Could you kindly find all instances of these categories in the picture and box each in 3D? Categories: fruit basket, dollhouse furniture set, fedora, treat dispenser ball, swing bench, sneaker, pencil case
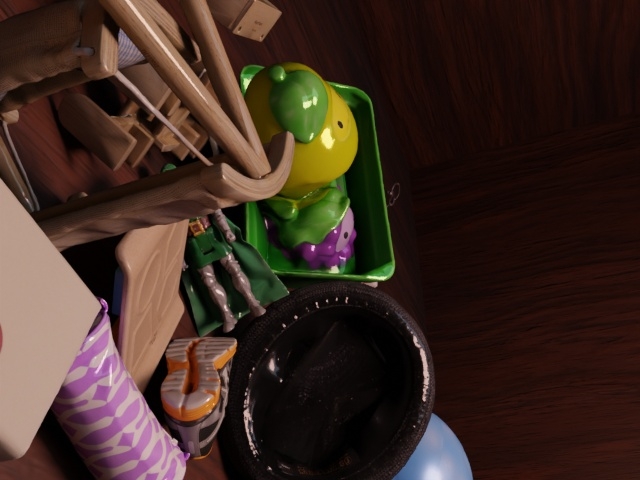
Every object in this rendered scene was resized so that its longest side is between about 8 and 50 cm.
[{"bbox_3d":[-0.015,-0.123,0.962,0.392,0.282,0.392,-174,-90,-66],"label":"fruit basket"},{"bbox_3d":[-0.190,-0.225,0.738,0.161,0.242,0.212,41,17,2],"label":"dollhouse furniture set"},{"bbox_3d":[0.001,0.225,0.947,0.152,0.333,0.334,141,-61,-72],"label":"fedora"},{"bbox_3d":[0.116,0.420,1.072,0.288,0.288,0.288,-13,90,-74],"label":"treat dispenser ball"},{"bbox_3d":[-0.191,-0.097,0.488,0.165,0.253,0.255,-80,149,-49],"label":"swing bench"},{"bbox_3d":[-0.145,0.174,0.744,0.215,0.084,0.083,-89,177,-76],"label":"sneaker"},{"bbox_3d":[-0.195,0.162,0.589,0.088,0.086,0.206,-38,121,-34],"label":"pencil case"}]

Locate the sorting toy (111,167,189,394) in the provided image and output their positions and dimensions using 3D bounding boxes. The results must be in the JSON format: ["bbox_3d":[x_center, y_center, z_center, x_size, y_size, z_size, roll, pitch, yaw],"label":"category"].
[{"bbox_3d":[-0.188,0.048,0.689,0.193,0.038,0.208,-77,178,-57],"label":"sorting toy"}]

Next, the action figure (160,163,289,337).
[{"bbox_3d":[-0.152,0.005,0.829,0.232,0.137,0.063,63,-6,-12],"label":"action figure"}]

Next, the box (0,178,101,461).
[{"bbox_3d":[-0.267,0.016,0.357,0.127,0.148,0.232,-82,153,-50],"label":"box"}]

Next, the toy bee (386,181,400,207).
[{"bbox_3d":[0.086,-0.003,1.601,0.298,0.162,0.195,-65,155,-25],"label":"toy bee"}]

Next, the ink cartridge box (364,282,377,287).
[{"bbox_3d":[0.010,0.015,1.257,0.092,0.158,0.218,-86,157,-46],"label":"ink cartridge box"}]
